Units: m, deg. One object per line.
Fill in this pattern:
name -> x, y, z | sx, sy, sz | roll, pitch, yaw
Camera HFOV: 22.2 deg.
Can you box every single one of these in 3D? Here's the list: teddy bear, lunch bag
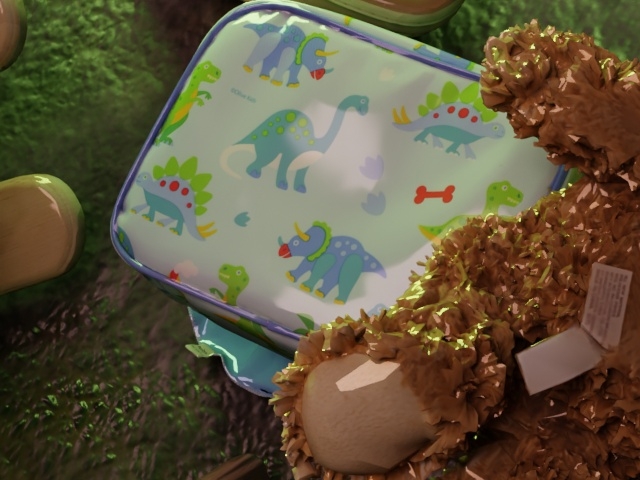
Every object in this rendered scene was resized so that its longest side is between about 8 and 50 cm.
teddy bear -> 0.133, 0.026, 0.732 | 0.338, 0.245, 0.113 | -55, 13, -6
lunch bag -> 0.020, -0.020, 0.832 | 0.219, 0.090, 0.176 | 22, 80, 22

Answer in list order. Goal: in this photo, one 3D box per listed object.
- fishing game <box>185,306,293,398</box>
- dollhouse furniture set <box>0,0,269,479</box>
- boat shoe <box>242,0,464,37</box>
fishing game -> 0.000, 0.000, 0.902 | 0.189, 0.041, 0.264 | -49, 57, -2
dollhouse furniture set -> -0.212, 0.030, 0.821 | 0.257, 0.362, 0.394 | -16, 91, 21
boat shoe -> -0.026, -0.185, 0.974 | 0.285, 0.089, 0.104 | 33, 61, 30
